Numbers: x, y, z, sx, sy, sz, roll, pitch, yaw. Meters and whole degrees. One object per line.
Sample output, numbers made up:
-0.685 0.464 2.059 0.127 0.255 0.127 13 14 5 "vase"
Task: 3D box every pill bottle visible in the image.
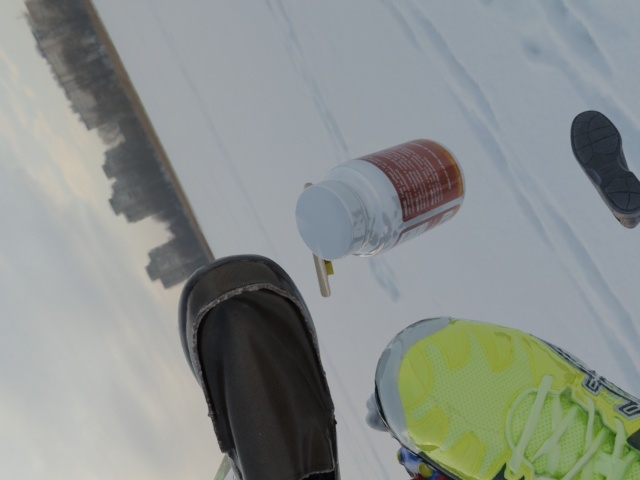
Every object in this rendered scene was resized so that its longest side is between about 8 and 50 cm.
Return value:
0.075 -0.050 0.849 0.121 0.216 0.121 20 120 39 "pill bottle"

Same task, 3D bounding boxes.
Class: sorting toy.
0.000 0.000 1.551 0.208 0.038 0.192 85 174 -53 "sorting toy"

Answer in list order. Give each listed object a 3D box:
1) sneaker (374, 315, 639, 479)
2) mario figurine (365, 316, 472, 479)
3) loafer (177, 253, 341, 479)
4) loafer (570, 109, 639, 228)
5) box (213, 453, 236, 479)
0.223 0.166 0.521 0.385 0.145 0.147 27 166 -7 "sneaker"
0.106 0.237 0.718 0.198 0.170 0.320 51 -127 -70 "mario figurine"
-0.034 0.183 0.673 0.130 0.134 0.365 -135 26 -63 "loafer"
0.642 -0.158 1.539 0.095 0.109 0.302 56 -160 -53 "loafer"
-0.128 0.418 1.323 0.059 0.321 0.232 31 159 -15 "box"
